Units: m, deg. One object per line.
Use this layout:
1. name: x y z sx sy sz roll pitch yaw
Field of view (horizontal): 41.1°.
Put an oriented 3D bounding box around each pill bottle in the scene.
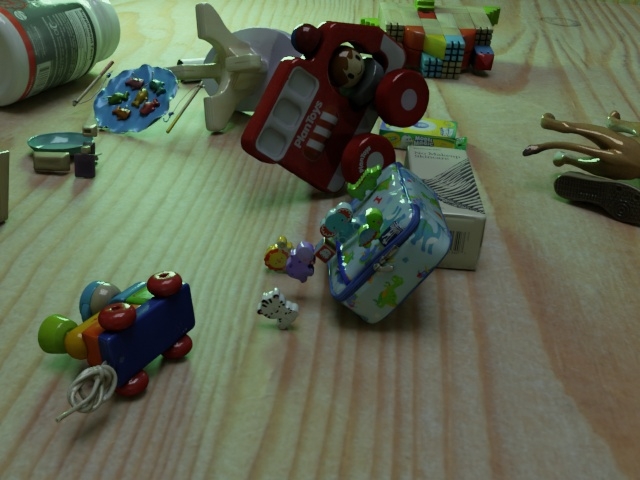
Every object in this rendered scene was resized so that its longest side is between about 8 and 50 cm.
1. pill bottle: -0.613 -0.436 1.864 0.210 0.210 0.363 14 29 18

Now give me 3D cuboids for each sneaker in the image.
1. sneaker: 0.513 -0.086 1.515 0.188 0.066 0.071 25 28 32

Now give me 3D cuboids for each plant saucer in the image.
1. plant saucer: -0.478 -0.175 1.574 0.119 0.021 0.119 1 21 0

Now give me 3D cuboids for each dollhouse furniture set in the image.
1. dollhouse furniture set: -0.446 -0.163 1.515 0.114 0.091 0.081 1 12 0

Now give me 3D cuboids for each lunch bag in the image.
1. lunch bag: 0.084 0.001 1.169 0.090 0.176 0.219 36 21 -19

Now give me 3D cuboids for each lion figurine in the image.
1. lion figurine: 0.587 -0.162 1.593 0.392 0.142 0.240 -16 32 -33

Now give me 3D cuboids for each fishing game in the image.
1. fishing game: -0.378 -0.292 1.720 0.264 0.041 0.189 22 65 28

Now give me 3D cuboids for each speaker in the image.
1. speaker: -0.270 -0.409 2.035 0.136 0.055 0.055 -11 31 -27

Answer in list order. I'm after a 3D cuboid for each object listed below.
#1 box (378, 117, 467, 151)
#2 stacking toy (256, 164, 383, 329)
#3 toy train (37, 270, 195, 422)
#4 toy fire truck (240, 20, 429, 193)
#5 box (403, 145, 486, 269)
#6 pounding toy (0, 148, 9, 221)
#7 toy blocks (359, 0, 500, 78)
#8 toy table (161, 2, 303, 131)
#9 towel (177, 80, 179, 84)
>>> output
1. box: 0.212 -0.217 1.748 0.179 0.043 0.105 9 28 6
2. stacking toy: 0.000 0.000 1.139 0.052 0.221 0.167 39 21 -17
3. toy train: -0.265 0.118 0.971 0.143 0.105 0.248 7 25 27
4. toy fire truck: 0.023 -0.236 1.453 0.253 0.302 0.169 29 -3 -40
5. box: 0.193 -0.060 1.382 0.113 0.094 0.275 5 28 -1
6. pounding toy: -0.557 -0.074 1.278 0.141 0.130 0.100 10 15 10
7. toy blocks: 0.307 -0.523 2.249 0.381 0.191 0.261 1 39 -5
8. toy table: -0.181 -0.356 1.761 0.274 0.252 0.160 -14 -1 37
9. towel: -0.382 -0.323 1.886 0.102 0.021 0.237 3 27 0
